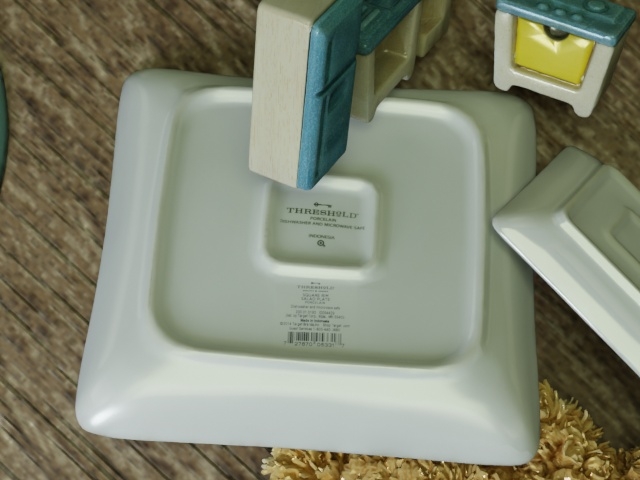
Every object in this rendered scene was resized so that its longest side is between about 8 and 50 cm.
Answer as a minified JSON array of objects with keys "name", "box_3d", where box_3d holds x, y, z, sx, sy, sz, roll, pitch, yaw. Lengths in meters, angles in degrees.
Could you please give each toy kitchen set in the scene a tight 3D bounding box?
[{"name":"toy kitchen set","box_3d":[0.079,-0.115,1.083,0.166,0.122,0.207,22,44,18]}]

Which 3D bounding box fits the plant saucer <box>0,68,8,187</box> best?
[{"name":"plant saucer","box_3d":[-0.366,-0.075,1.173,0.317,0.044,0.317,0,83,-1]}]

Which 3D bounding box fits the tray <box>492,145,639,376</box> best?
[{"name":"tray","box_3d":[0.235,0.051,1.128,0.270,0.145,0.030,46,125,3]}]

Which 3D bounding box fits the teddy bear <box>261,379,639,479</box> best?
[{"name":"teddy bear","box_3d":[0.123,0.194,1.120,0.338,0.113,0.245,16,86,1]}]

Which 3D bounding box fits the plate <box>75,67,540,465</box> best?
[{"name":"plate","box_3d":[0.000,0.000,1.110,0.277,0.045,0.278,5,56,-1]}]
